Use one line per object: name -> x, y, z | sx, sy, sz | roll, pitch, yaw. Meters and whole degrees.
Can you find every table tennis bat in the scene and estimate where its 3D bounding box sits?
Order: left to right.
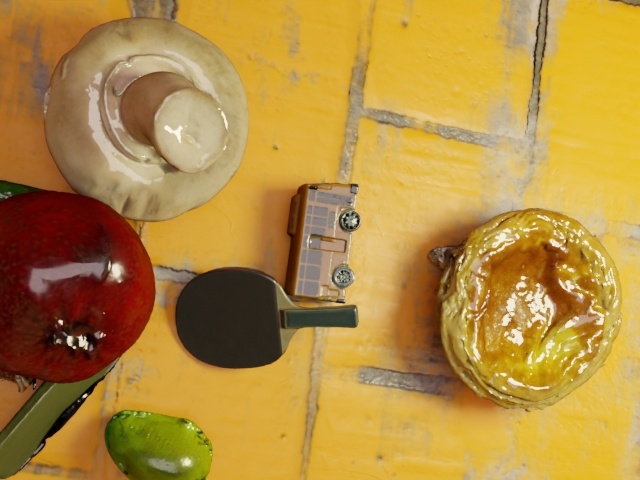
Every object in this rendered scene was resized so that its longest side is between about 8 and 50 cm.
table tennis bat -> -0.090, 0.124, 1.326 | 0.301, 0.022, 0.173 | -3, 102, 9

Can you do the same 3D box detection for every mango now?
mango -> -0.257, 0.332, 1.298 | 0.178, 0.100, 0.119 | 27, 44, -2

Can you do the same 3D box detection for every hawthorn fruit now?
hawthorn fruit -> -0.382, 0.045, 1.166 | 0.265, 0.265, 0.307 | -27, 50, -13

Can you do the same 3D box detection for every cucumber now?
cucumber -> -0.492, -0.068, 1.291 | 0.250, 0.056, 0.056 | 12, 83, -14

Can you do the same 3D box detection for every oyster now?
oyster -> 0.238, 0.027, 1.474 | 0.083, 0.038, 0.080 | 15, 55, 16

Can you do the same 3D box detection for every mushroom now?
mushroom -> -0.239, -0.171, 1.263 | 0.356, 0.315, 0.315 | 32, 78, 26

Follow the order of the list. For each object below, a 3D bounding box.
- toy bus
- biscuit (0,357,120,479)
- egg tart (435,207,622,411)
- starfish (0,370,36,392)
toy bus -> 0.000, 0.000, 1.379 | 0.114, 0.098, 0.200 | 8, 87, -10
biscuit -> -0.401, 0.234, 1.278 | 0.038, 0.099, 0.322 | 36, 79, 25
egg tart -> 0.349, 0.116, 1.421 | 0.352, 0.150, 0.351 | 0, 91, -15
starfish -> -0.569, 0.162, 1.232 | 0.303, 0.113, 0.312 | 20, 79, -11
